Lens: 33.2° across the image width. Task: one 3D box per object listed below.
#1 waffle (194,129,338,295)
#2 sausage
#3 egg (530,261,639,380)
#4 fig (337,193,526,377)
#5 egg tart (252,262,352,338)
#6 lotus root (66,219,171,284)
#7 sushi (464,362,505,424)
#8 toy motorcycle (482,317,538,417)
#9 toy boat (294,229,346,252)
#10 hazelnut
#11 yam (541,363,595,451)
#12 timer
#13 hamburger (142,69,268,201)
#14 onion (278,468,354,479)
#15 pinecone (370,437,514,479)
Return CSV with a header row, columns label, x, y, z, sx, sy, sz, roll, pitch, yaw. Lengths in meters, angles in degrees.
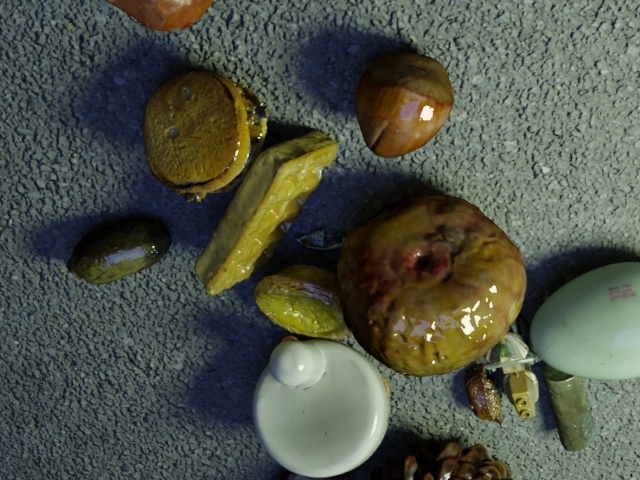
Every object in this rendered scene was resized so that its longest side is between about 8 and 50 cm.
label,x,y,z,sx,sy,sz,roll,pitch,yaw
waffle,-0.086,-0.044,1.631,0.057,0.168,0.274,41,122,14
sausage,-0.262,-0.380,1.447,0.258,0.133,0.133,27,120,-13
egg,0.463,0.131,1.701,0.264,0.183,0.183,-16,120,18
fig,0.179,0.110,1.691,0.286,0.286,0.368,-8,145,8
egg tart,-0.017,0.093,1.739,0.191,0.074,0.191,15,156,7
lotus root,-0.327,0.016,1.727,0.179,0.089,0.080,-20,151,9
sushi,0.290,0.270,1.872,0.060,0.061,0.118,-13,121,25
toy motorcycle,0.317,0.205,1.788,0.094,0.129,0.229,-13,121,13
toy boat,0.000,0.000,1.729,0.083,0.038,0.038,-3,122,6
hazelnut,0.120,-0.188,1.534,0.150,0.150,0.150,1,123,2
yam,0.433,0.284,1.870,0.068,0.068,0.169,-13,119,11
timer,-0.005,0.275,1.788,0.234,0.240,0.233,-2,81,16
hamburger,-0.169,-0.147,1.566,0.182,0.118,0.191,15,93,28
onion,-0.007,0.464,1.996,0.098,0.151,0.206,7,145,-41
pinecone,0.194,0.555,1.879,0.398,0.397,0.397,1,123,2
